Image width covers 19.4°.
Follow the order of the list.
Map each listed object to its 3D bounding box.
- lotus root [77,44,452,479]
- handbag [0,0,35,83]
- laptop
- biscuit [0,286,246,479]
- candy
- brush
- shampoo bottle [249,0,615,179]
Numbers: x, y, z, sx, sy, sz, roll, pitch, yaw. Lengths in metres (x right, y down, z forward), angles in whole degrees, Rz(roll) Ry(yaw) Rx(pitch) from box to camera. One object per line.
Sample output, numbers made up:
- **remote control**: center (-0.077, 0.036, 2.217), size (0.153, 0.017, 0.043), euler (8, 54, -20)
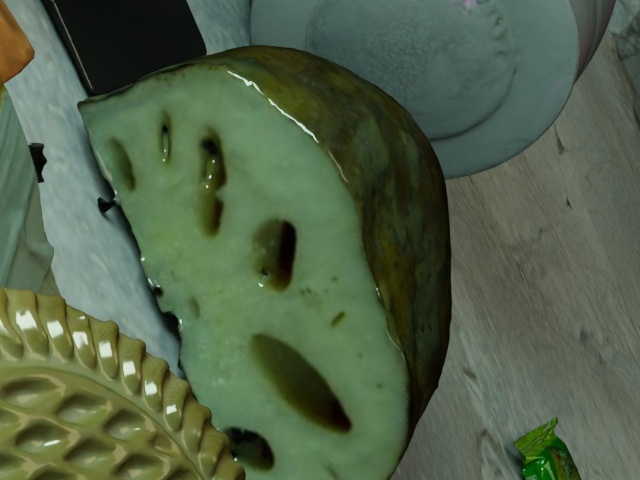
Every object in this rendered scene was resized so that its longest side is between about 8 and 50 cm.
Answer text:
- **lotus root**: center (0.008, 0.009, 1.113), size (0.267, 0.149, 0.260), euler (69, 19, -2)
- **handbag**: center (-0.254, -0.096, 0.581), size (0.303, 0.116, 0.410), euler (64, 19, -16)
- **laptop**: center (-0.131, -0.159, 1.139), size (0.135, 0.016, 0.197), euler (66, 20, -4)
- **biscuit**: center (-0.111, 0.141, 0.629), size (0.259, 0.079, 0.259), euler (26, 54, -42)
- **candy**: center (0.211, 0.239, 1.557), size (0.178, 0.032, 0.102), euler (67, 19, 3)
- **brush**: center (-0.113, 0.037, 0.752), size (0.336, 0.020, 0.085), euler (79, 16, -51)
- **shampoo bottle**: center (0.081, -0.202, 1.364), size (0.273, 0.273, 0.266), euler (55, 31, -29)
